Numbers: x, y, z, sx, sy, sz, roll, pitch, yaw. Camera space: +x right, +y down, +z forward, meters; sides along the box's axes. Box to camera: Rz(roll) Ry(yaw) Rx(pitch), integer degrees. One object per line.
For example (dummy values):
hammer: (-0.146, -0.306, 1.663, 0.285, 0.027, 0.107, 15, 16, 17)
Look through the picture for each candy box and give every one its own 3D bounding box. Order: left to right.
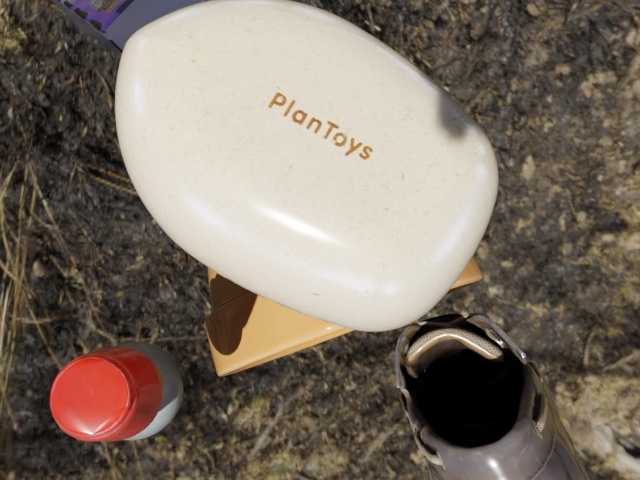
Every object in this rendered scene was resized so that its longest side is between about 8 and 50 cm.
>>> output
candy box: (-0.198, -0.290, 0.721, 0.165, 0.196, 0.070, -48, 139, -4)

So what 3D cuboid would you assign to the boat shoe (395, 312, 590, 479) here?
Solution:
boat shoe: (0.129, 0.120, 0.541, 0.133, 0.355, 0.130, -19, 103, 2)

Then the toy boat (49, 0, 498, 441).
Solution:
toy boat: (-0.054, -0.004, 0.441, 0.268, 0.148, 0.318, 36, 79, 4)

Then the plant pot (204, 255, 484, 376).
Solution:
plant pot: (0.000, 0.000, 0.704, 0.291, 0.203, 0.291, -19, 170, -3)
